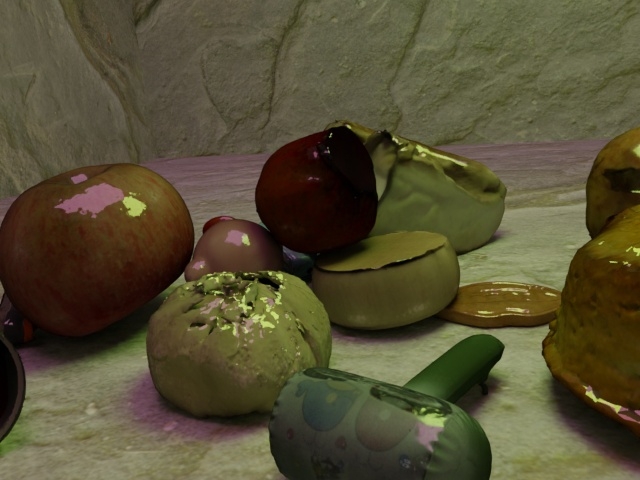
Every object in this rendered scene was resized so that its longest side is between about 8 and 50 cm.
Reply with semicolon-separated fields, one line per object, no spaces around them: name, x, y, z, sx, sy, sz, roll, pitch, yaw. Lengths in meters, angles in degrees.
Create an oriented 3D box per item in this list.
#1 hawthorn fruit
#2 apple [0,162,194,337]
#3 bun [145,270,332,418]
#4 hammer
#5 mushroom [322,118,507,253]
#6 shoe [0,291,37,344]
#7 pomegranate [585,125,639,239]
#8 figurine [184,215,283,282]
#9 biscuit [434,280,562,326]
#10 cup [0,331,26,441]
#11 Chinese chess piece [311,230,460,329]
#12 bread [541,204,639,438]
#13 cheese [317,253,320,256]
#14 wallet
hawthorn fruit;-0.019;-0.078;0.961;0.249;0.215;0.215;-9;13;26
apple;-0.391;-0.003;0.965;0.344;0.269;0.345;-28;10;5
bun;-0.112;0.118;0.755;0.259;0.152;0.259;-7;18;2
hammer;0.116;0.171;0.592;0.206;0.119;0.335;8;15;38
mushroom;0.202;-0.108;1.222;0.397;0.224;0.313;10;12;-30
shoe;-0.540;0.135;0.994;0.077;0.074;0.194;3;17;-14
pomegranate;0.610;-0.073;0.948;0.281;0.281;0.281;-5;16;2
figurine;-0.149;0.046;0.992;0.173;0.173;0.173;-5;16;2
biscuit;0.294;0.099;0.890;0.220;0.029;0.142;-3;16;10
cup;-0.503;0.157;0.720;0.203;0.203;0.288;-15;12;-29
Chinese chess piece;0.108;0.058;0.925;0.249;0.103;0.250;-12;13;3
bread;0.431;0.078;0.607;0.336;0.204;0.358;4;21;40
cheese;-0.002;0.006;1.102;0.067;0.026;0.121;-15;62;-29
wallet;0.000;0.000;1.188;0.250;0.075;0.176;-15;41;-31
